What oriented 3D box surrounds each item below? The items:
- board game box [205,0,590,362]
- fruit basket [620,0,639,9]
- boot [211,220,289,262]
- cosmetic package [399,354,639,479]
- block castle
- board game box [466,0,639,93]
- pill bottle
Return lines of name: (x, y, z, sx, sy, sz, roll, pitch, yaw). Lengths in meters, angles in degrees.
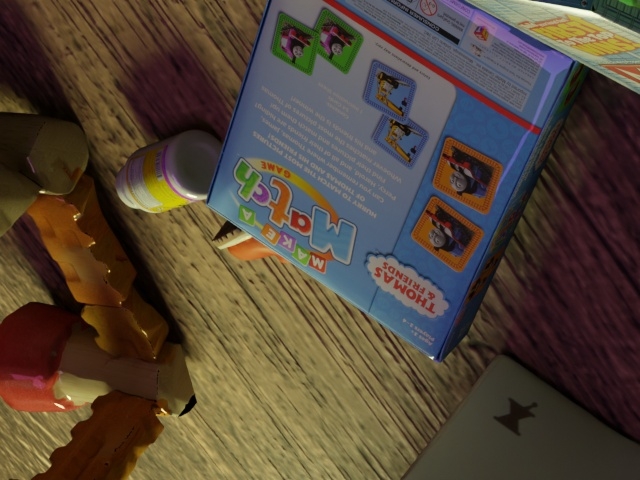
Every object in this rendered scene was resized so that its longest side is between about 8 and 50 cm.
board game box: (0.035, -0.058, 0.945, 0.160, 0.039, 0.211, 34, 132, 15)
fruit basket: (0.115, -0.217, 0.394, 0.327, 0.165, 0.353, 47, 145, 25)
boot: (0.000, 0.000, 1.090, 0.084, 0.059, 0.158, 50, 148, -20)
cosmetic package: (0.116, 0.294, 1.215, 0.230, 0.161, 0.453, 35, 148, 13)
block castle: (-0.309, 0.132, 1.227, 0.213, 0.453, 0.303, 6, 135, 35)
board game box: (0.151, -0.086, 0.672, 0.194, 0.060, 0.194, 19, 176, -26)
pill bottle: (-0.095, -0.041, 1.159, 0.043, 0.043, 0.083, 53, 149, -16)
